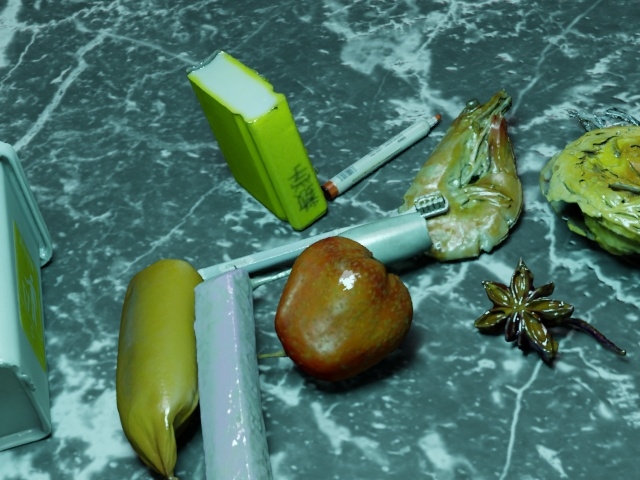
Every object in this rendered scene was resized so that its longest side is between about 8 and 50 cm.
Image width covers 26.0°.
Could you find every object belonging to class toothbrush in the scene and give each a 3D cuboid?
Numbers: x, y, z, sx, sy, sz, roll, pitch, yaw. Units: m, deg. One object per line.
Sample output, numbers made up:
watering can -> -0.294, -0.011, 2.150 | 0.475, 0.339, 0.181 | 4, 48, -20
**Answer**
toothbrush -> 0.000, 0.001, 1.788 | 0.342, 0.030, 0.025 | -18, 58, 7

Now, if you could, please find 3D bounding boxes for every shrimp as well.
shrimp -> 0.204, -0.091, 1.841 | 0.154, 0.062, 0.294 | 14, 62, 18
shrimp -> 0.398, -0.149, 1.871 | 0.165, 0.056, 0.065 | 37, 76, 27

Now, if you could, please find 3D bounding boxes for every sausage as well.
sausage -> -0.189, 0.157, 1.648 | 0.112, 0.112, 0.328 | -8, 44, 4

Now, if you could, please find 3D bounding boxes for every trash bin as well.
trash bin -> -0.477, 0.082, 1.704 | 0.296, 0.256, 0.368 | -15, 52, -6

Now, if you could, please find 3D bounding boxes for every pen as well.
pen -> 0.087, -0.120, 1.929 | 0.218, 0.026, 0.026 | -35, 48, -23

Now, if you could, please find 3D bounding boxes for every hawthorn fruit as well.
hawthorn fruit -> 0.007, 0.101, 1.647 | 0.203, 0.162, 0.162 | -48, 49, 1

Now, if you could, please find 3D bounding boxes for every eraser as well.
eraser -> -0.079, -0.129, 1.836 | 0.069, 0.226, 0.158 | -40, 50, -15

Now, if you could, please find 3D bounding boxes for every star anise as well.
star anise -> 0.271, 0.096, 1.643 | 0.190, 0.070, 0.097 | 28, 83, 32

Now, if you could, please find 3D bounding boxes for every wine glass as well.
wine glass -> 0.020, 0.024, 1.748 | 0.262, 0.074, 0.074 | -18, 44, 1

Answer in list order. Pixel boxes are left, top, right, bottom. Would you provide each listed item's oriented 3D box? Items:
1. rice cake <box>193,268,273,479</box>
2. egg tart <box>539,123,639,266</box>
rice cake -> -0.101, 0.187, 1.580 | 0.072, 0.056, 0.365 | -26, 51, 25
egg tart -> 0.413, -0.048, 1.724 | 0.297, 0.132, 0.297 | 0, 33, 0
